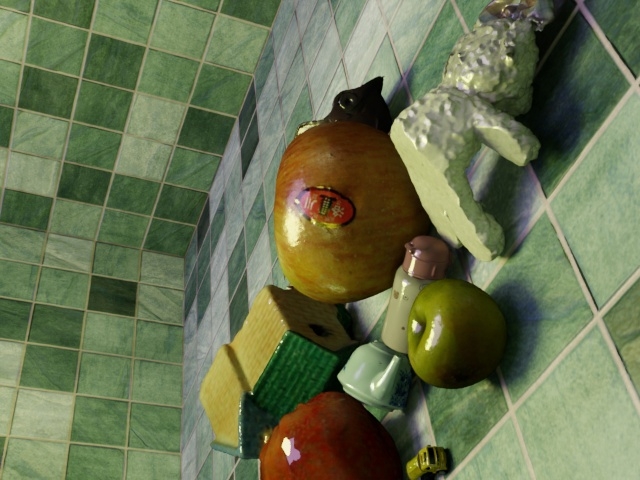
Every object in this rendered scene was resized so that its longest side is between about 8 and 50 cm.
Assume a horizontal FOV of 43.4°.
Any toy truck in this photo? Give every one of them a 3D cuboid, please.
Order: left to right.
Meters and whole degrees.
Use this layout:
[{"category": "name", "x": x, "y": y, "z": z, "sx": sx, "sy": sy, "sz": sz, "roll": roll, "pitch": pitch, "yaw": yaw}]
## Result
[{"category": "toy truck", "x": 0.203, "y": 0.422, "z": 1.520, "sx": 0.083, "sy": 0.054, "sz": 0.049, "roll": 124, "pitch": 151, "yaw": -46}]

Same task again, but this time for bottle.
[{"category": "bottle", "x": 0.196, "y": 0.104, "z": 1.609, "sx": 0.110, "sy": 0.109, "sz": 0.234, "roll": -122, "pitch": 41, "yaw": -63}]

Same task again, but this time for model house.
[{"category": "model house", "x": -0.059, "y": 0.357, "z": 1.968, "sx": 0.382, "sy": 0.334, "sz": 0.343, "roll": -65, "pitch": 33, "yaw": 22}]

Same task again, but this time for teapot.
[{"category": "teapot", "x": 0.128, "y": 0.270, "z": 1.699, "sx": 0.232, "sy": 0.158, "sz": 0.159, "roll": -157, "pitch": 79, "yaw": -83}]

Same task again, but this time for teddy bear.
[{"category": "teddy bear", "x": 0.326, "y": -0.217, "z": 1.477, "sx": 0.362, "sy": 0.375, "sz": 0.327, "roll": -36, "pitch": 19, "yaw": -7}]

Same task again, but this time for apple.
[{"category": "apple", "x": 0.066, "y": -0.055, "z": 1.752, "sx": 0.400, "sy": 0.333, "sz": 0.401, "roll": 3, "pitch": -90, "yaw": -90}, {"category": "apple", "x": 0.238, "y": 0.163, "z": 1.415, "sx": 0.196, "sy": 0.156, "sz": 0.197, "roll": -168, "pitch": 90, "yaw": -72}]

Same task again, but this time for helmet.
[{"category": "helmet", "x": 0.083, "y": -0.258, "z": 2.027, "sx": 0.177, "sy": 0.305, "sz": 0.225, "roll": 56, "pitch": -174, "yaw": 13}]

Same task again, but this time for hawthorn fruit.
[{"category": "hawthorn fruit", "x": 0.031, "y": 0.484, "z": 1.665, "sx": 0.308, "sy": 0.325, "sz": 0.308, "roll": -44, "pitch": -3, "yaw": -3}]

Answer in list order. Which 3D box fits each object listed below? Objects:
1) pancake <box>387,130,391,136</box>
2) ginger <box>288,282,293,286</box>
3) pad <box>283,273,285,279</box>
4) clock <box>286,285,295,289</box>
[{"category": "pancake", "x": 0.179, "y": -0.209, "z": 1.886, "sx": 0.139, "sy": 0.022, "sz": 0.140, "roll": -170, "pitch": 90, "yaw": -69}, {"category": "ginger", "x": -0.061, "y": 0.166, "z": 2.341, "sx": 0.259, "sy": 0.065, "sz": 0.150, "roll": -75, "pitch": -9, "yaw": -71}, {"category": "pad", "x": -0.093, "y": -0.021, "z": 2.220, "sx": 0.235, "sy": 0.003, "sz": 0.158, "roll": -100, "pitch": 21, "yaw": -55}, {"category": "clock", "x": 0.000, "y": 0.000, "z": 2.164, "sx": 0.342, "sy": 0.183, "sz": 0.326, "roll": -88, "pitch": 17, "yaw": -45}]
